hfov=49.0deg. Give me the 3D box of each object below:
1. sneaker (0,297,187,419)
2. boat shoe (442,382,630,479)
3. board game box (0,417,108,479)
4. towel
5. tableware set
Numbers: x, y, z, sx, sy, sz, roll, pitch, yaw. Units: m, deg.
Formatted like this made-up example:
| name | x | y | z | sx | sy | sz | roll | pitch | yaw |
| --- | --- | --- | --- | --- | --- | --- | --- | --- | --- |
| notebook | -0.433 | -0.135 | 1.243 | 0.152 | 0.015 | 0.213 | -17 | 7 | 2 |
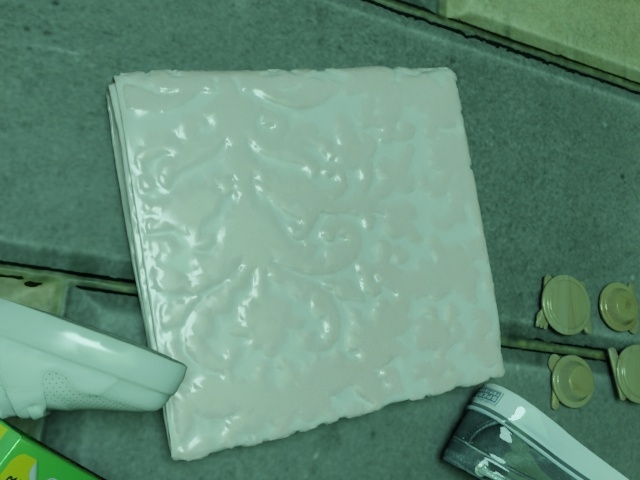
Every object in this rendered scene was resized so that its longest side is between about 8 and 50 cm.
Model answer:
| name | x | y | z | sx | sy | sz | roll | pitch | yaw |
| --- | --- | --- | --- | --- | --- | --- | --- | --- | --- |
| sneaker | -0.250 | 0.115 | 0.467 | 0.292 | 0.108 | 0.169 | 16 | 76 | -8 |
| boat shoe | 0.247 | 0.262 | 0.656 | 0.301 | 0.108 | 0.102 | 38 | 74 | -5 |
| board game box | -0.228 | 0.278 | 0.406 | 0.317 | 0.046 | 0.213 | -56 | 148 | -21 |
| towel | 0.000 | 0.000 | 0.626 | 0.331 | 0.053 | 0.317 | -7 | 85 | -24 |
| tableware set | 0.302 | 0.109 | 0.760 | 0.168 | 0.020 | 0.141 | 3 | 78 | -22 |
